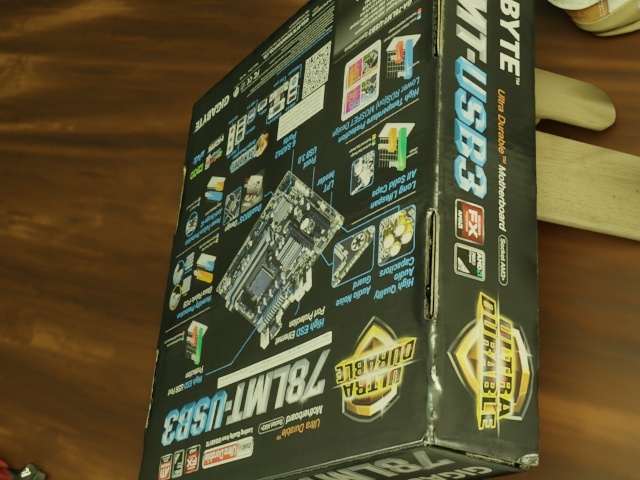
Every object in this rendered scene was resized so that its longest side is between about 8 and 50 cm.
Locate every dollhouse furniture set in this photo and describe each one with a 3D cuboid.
[{"bbox_3d":[0.105,-0.035,0.671,0.151,0.123,0.144,-47,41,49],"label":"dollhouse furniture set"}]

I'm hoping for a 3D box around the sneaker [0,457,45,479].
[{"bbox_3d":[-0.261,0.196,0.735,0.276,0.097,0.135,28,83,40],"label":"sneaker"}]

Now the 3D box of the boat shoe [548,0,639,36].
[{"bbox_3d":[0.254,-0.244,0.636,0.302,0.103,0.113,-36,40,12],"label":"boat shoe"}]

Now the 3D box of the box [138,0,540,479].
[{"bbox_3d":[0.000,0.000,0.614,0.295,0.073,0.293,-30,51,52],"label":"box"}]
